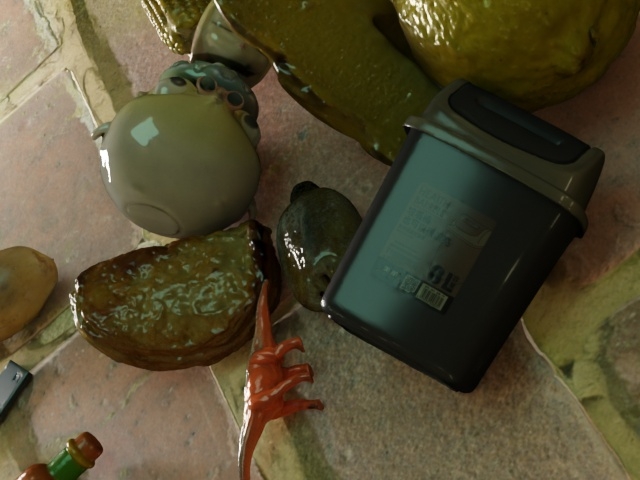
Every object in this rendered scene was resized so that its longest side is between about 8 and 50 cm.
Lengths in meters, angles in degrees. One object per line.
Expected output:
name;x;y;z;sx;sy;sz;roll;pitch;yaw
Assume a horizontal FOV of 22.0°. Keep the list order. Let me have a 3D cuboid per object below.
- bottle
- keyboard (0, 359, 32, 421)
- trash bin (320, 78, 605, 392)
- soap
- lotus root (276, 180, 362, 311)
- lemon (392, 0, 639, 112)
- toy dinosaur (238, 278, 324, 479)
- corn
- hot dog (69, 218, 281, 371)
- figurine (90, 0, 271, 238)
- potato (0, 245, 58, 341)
bottle;-0.337;0.304;1.986;0.187;0.069;0.069;-43;42;4
keyboard;-0.441;0.239;2.158;0.055;0.014;0.176;23;76;47
trash bin;0.147;-0.005;1.702;0.209;0.182;0.290;30;87;15
soap;-0.008;-0.256;1.919;0.169;0.339;0.304;-50;40;1
lotus root;0.000;0.000;1.912;0.113;0.088;0.192;-39;42;20
lemon;0.207;-0.279;1.812;0.268;0.268;0.322;-46;37;3
toy dinosaur;-0.049;0.178;1.837;0.101;0.055;0.279;-14;60;15
corn;-0.201;-0.334;2.321;0.097;0.097;0.261;-41;41;8
hot dog;-0.167;0.070;1.978;0.259;0.114;0.175;-15;48;13
figurine;-0.155;-0.174;2.129;0.274;0.227;0.394;-38;27;56
potato;-0.429;0.076;2.201;0.178;0.118;0.109;-38;77;-8
